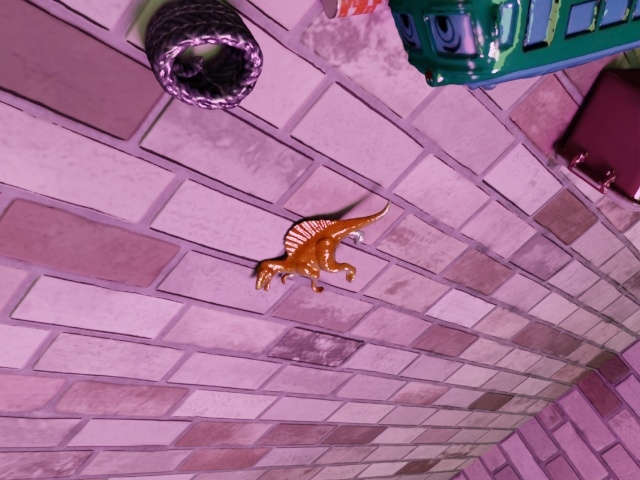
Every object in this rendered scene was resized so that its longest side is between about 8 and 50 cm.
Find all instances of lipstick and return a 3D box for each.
[{"bbox_3d":[0.067,-0.265,0.617,0.131,0.038,0.038,-17,141,-19],"label":"lipstick"}]

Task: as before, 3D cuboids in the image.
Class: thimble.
[{"bbox_3d":[-0.113,-0.181,0.566,0.095,0.066,0.104,-44,141,21],"label":"thimble"}]

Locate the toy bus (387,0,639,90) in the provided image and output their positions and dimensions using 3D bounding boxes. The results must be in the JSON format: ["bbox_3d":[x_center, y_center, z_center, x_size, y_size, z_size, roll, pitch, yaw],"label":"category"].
[{"bbox_3d":[0.228,-0.270,0.563,0.343,0.183,0.199,-18,117,-16],"label":"toy bus"}]

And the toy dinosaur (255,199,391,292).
[{"bbox_3d":[-0.001,0.001,0.883,0.142,0.057,0.212,18,112,-23],"label":"toy dinosaur"}]

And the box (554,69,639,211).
[{"bbox_3d":[0.562,-0.174,0.949,0.294,0.193,0.167,-10,133,-26],"label":"box"}]
